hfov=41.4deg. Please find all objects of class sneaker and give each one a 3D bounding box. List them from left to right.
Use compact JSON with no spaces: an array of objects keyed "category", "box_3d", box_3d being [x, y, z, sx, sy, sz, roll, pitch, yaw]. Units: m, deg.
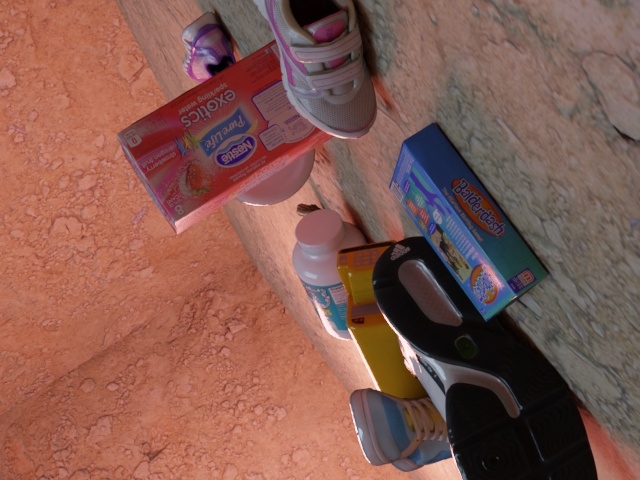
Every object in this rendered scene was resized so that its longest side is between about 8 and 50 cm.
[{"category":"sneaker","box_3d":[-0.216,-0.360,1.712,0.104,0.095,0.236,49,169,6]},{"category":"sneaker","box_3d":[-0.002,-0.224,0.977,0.252,0.103,0.111,61,172,-24]},{"category":"sneaker","box_3d":[0.178,0.278,1.341,0.319,0.208,0.127,40,-147,-63]},{"category":"sneaker","box_3d":[0.233,0.216,1.183,0.447,0.169,0.257,62,-178,21]}]

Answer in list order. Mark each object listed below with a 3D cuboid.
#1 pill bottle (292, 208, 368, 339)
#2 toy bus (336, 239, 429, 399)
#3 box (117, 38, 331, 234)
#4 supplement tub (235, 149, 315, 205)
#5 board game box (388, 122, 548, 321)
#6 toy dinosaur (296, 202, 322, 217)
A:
[{"category":"pill bottle","box_3d":[0.035,0.062,1.624,0.146,0.146,0.264,48,167,46]},{"category":"toy bus","box_3d":[0.121,0.152,1.428,0.130,0.108,0.333,-82,-24,-43]},{"category":"box","box_3d":[-0.125,-0.154,1.241,0.154,0.300,0.142,56,169,2]},{"category":"supplement tub","box_3d":[-0.140,-0.178,1.582,0.193,0.193,0.316,60,171,-19]},{"category":"board game box","box_3d":[0.164,-0.016,0.985,0.210,0.047,0.160,56,170,11]},{"category":"toy dinosaur","box_3d":[0.025,0.042,1.779,0.064,0.118,0.268,-25,102,44]}]
